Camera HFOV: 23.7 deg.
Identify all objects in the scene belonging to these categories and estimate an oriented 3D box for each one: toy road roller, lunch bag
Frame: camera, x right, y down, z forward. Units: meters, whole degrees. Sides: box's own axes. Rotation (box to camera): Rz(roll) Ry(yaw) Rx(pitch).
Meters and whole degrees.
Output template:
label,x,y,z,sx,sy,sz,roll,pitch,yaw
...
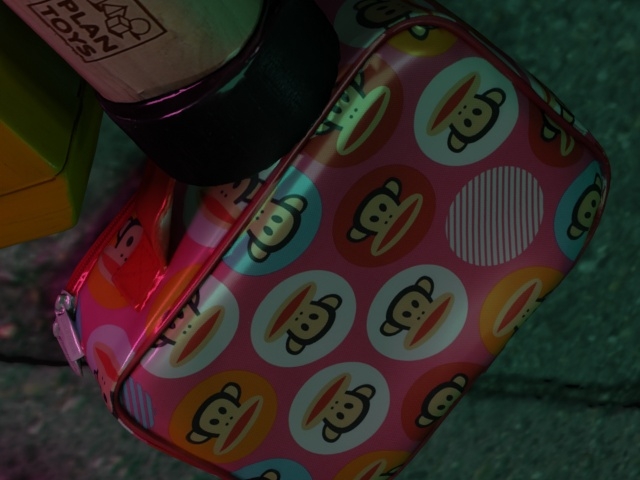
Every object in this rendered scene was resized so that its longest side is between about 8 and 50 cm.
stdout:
label,x,y,z,sx,sy,sz,roll,pitch,yaw
toy road roller,-0.150,-0.144,0.646,0.329,0.240,0.202,-16,140,26
lunch bag,0.000,0.000,0.856,0.293,0.120,0.258,-51,132,7
